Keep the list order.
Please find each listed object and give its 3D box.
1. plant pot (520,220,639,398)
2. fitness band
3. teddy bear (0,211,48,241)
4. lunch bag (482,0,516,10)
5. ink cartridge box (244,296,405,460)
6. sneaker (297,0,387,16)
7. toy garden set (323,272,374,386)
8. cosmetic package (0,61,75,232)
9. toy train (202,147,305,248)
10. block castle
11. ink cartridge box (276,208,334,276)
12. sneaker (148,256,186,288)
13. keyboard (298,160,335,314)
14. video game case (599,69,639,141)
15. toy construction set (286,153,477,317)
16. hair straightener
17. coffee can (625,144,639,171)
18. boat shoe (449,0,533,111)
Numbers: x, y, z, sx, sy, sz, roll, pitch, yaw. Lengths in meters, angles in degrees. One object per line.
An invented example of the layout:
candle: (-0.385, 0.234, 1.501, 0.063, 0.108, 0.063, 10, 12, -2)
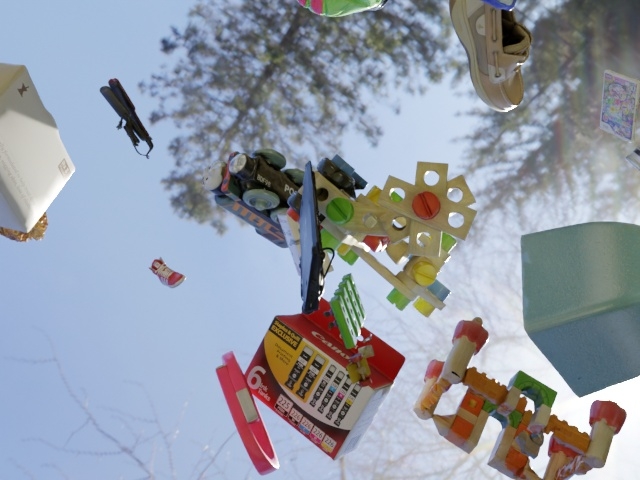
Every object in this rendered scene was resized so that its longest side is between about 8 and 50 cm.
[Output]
plant pot: (0.548, 0.108, 1.436, 0.248, 0.252, 0.247, 47, -144, -32)
fitness band: (-0.166, 0.384, 1.705, 0.054, 0.209, 0.290, -22, -128, -7)
teddy bear: (-0.658, -0.137, 1.493, 0.245, 0.337, 0.113, 19, -138, 23)
lunch bag: (0.273, -0.469, 1.270, 0.129, 0.096, 0.151, 12, -101, -21)
ink cartridge box: (0.004, 0.313, 1.831, 0.309, 0.271, 0.130, 33, -166, 24)
sneaker: (-0.024, -0.601, 1.486, 0.202, 0.185, 0.482, -5, -122, -44)
toy garden set: (0.066, 0.199, 1.695, 0.244, 0.049, 0.203, -48, -61, -76)
cosmetic package: (-0.602, -0.164, 1.172, 0.385, 0.217, 0.156, 11, -128, 20)
toy train: (-0.107, -0.085, 1.682, 0.334, 0.190, 0.142, 32, -123, -44)
block castle: (0.487, 0.409, 1.908, 0.453, 0.303, 0.213, 30, -128, 7)
ink cartridge box: (-0.031, 0.002, 1.489, 0.056, 0.099, 0.135, -21, -83, -12)
sneaker: (-0.366, 0.075, 1.812, 0.042, 0.118, 0.067, -45, -66, -26)
keyboard: (0.000, 0.000, 0.777, 0.038, 0.100, 0.192, 5, -149, -5)
video game case: (0.575, -0.259, 1.470, 0.011, 0.122, 0.087, -19, -147, -17)
toy construction set: (0.082, -0.009, 0.941, 0.215, 0.151, 0.327, 42, 171, 12)
hair straightener: (-0.512, -0.306, 2.010, 0.089, 0.047, 0.230, -57, -47, -44)
coffee can: (0.538, -0.132, 0.900, 0.202, 0.275, 0.201, 36, -160, -15)
boat shoe: (0.356, -0.373, 1.505, 0.341, 0.110, 0.121, 46, -122, -49)
